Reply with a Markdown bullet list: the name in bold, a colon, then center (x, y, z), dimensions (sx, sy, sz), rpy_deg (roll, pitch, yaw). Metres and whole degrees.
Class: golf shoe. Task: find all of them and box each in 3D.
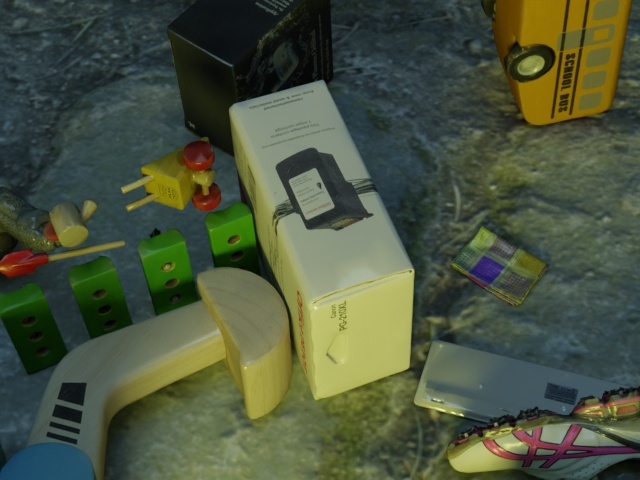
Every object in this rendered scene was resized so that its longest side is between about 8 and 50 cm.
- **golf shoe**: center (0.202, 0.183, 1.084), dimensions (0.186, 0.067, 0.086), rpy_deg (-13, 85, 11)

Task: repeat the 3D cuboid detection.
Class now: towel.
- **towel**: center (0.177, 0.024, 1.235), dimensions (0.083, 0.009, 0.060), rpy_deg (33, 64, 24)

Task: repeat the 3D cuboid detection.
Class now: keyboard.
- **keyboard**: center (0.217, 0.149, 1.144), dimensions (0.256, 0.014, 0.072), rpy_deg (13, 52, 13)

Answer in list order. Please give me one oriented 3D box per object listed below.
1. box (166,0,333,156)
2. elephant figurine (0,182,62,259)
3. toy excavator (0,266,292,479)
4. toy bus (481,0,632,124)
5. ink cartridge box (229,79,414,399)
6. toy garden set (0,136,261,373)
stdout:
- **box**: center (-0.069, -0.196, 1.320), dimensions (0.093, 0.156, 0.158), rpy_deg (32, 63, 23)
- **elephant figurine**: center (-0.368, -0.026, 1.231), dimensions (0.239, 0.186, 0.169), rpy_deg (38, 99, -1)
- **toy excavator**: center (-0.242, 0.204, 1.033), dimensions (0.433, 0.222, 0.445), rpy_deg (-2, 46, 1)
- **toy bus**: center (0.236, -0.260, 1.235), dimensions (0.130, 0.332, 0.108), rpy_deg (-11, 55, -3)
- **ink cartridge box**: center (0.000, 0.000, 1.164), dimensions (0.100, 0.172, 0.237), rpy_deg (-17, 55, -9)
- **toy garden set**: center (-0.184, 0.007, 1.153), dimensions (0.244, 0.204, 0.049), rpy_deg (-22, 55, -12)
